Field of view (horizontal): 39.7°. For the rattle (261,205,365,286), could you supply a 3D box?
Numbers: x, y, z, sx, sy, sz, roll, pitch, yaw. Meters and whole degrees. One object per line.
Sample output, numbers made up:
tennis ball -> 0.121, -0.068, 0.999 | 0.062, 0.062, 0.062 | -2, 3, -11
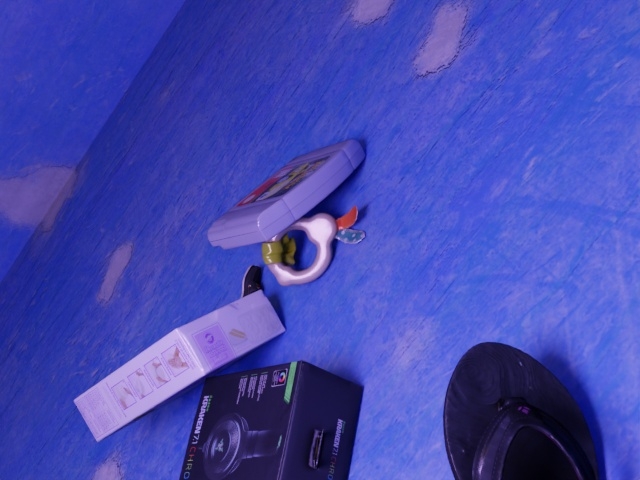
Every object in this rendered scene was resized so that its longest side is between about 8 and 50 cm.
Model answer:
rattle -> 0.000, 0.000, 1.628 | 0.200, 0.143, 0.130 | -35, 70, 11

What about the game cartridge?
game cartridge -> -0.055, -0.089, 1.625 | 0.196, 0.060, 0.294 | -6, 29, 49

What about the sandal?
sandal -> 0.234, 0.299, 0.927 | 0.107, 0.168, 0.445 | 100, 168, -57

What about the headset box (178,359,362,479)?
headset box -> -0.079, 0.333, 1.375 | 0.283, 0.131, 0.246 | -17, 52, 47

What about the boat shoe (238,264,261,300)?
boat shoe -> -0.132, 0.105, 1.718 | 0.042, 0.049, 0.133 | -4, 50, 21

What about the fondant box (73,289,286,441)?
fondant box -> -0.256, 0.227, 1.611 | 0.330, 0.238, 0.096 | -36, 83, 35
